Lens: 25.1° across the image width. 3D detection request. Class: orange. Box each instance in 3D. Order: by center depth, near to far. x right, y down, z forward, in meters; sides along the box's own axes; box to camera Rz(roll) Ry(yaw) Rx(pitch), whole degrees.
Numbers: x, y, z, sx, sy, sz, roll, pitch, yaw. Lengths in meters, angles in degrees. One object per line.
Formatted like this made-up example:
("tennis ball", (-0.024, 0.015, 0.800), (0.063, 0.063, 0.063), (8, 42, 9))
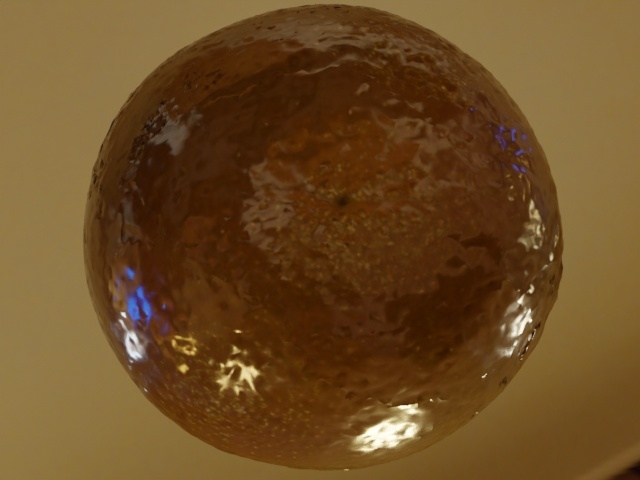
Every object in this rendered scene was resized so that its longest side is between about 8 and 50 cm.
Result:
("orange", (0.000, 0.000, 0.809), (0.274, 0.274, 0.274), (-14, -155, 6))
